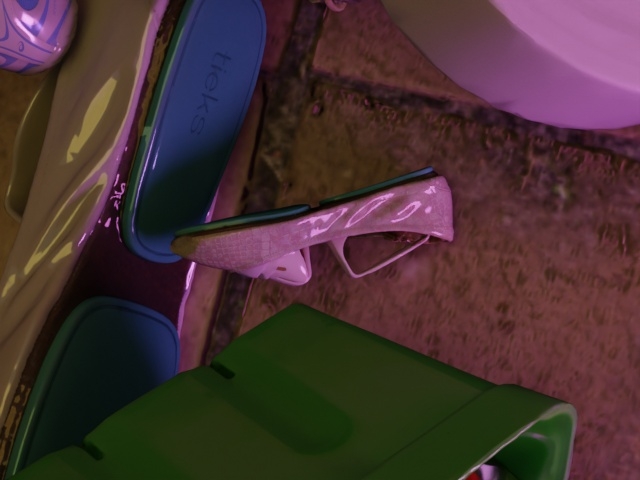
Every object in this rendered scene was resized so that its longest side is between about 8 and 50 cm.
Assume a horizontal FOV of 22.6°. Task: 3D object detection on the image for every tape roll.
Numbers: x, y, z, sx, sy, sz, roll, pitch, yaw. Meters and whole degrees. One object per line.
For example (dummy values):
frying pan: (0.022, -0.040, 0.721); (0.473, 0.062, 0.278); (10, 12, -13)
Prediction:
tape roll: (0.155, -0.204, 0.831); (0.286, 0.100, 0.286); (2, 83, -19)

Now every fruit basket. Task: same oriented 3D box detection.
fruit basket: (-0.001, 0.231, 0.720); (0.392, 0.283, 0.392); (0, 44, 0)

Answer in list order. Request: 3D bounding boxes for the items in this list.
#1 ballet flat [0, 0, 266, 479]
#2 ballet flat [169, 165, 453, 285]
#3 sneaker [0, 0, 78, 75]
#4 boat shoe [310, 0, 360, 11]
ballet flat: (-0.143, 0.020, 0.948); (0.139, 0.139, 0.400); (14, 82, 16)
ballet flat: (0.000, 0.000, 0.915); (0.168, 0.057, 0.052); (-14, 91, -12)
sneaker: (-0.209, -0.193, 0.970); (0.085, 0.086, 0.237); (-40, 47, 14)
boat shoe: (0.028, -0.182, 0.890); (0.305, 0.109, 0.091); (-16, 87, -14)
